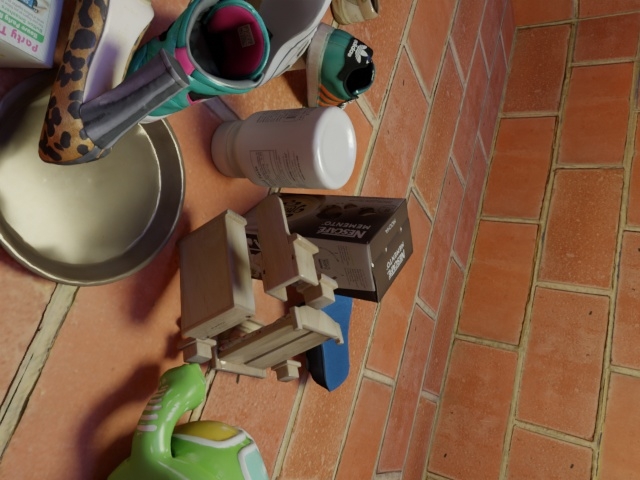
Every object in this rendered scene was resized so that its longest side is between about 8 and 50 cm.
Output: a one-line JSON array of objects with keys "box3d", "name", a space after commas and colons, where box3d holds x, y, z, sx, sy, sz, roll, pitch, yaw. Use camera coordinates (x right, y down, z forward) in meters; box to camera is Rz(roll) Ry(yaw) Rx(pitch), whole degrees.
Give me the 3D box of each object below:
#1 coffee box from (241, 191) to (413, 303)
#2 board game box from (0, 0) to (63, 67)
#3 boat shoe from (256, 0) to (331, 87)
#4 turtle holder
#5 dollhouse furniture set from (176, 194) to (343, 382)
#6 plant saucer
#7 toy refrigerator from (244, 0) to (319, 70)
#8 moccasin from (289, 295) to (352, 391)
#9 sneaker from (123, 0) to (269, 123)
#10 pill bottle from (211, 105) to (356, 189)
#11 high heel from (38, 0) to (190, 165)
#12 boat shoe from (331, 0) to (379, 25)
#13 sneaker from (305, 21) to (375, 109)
[{"box3d": [0.000, 0.000, 0.833, 0.168, 0.297, 0.118, -44, 131, -45], "name": "coffee box"}, {"box3d": [-0.326, -0.342, 0.383, 0.224, 0.098, 0.303, 20, 78, -74], "name": "board game box"}, {"box3d": [-0.054, -0.358, 0.746, 0.084, 0.258, 0.095, -39, 98, -43], "name": "boat shoe"}, {"box3d": [-0.205, 0.378, 0.685, 0.320, 0.243, 0.227, 52, 21, 3], "name": "turtle holder"}, {"box3d": [-0.065, 0.100, 0.795, 0.356, 0.303, 0.173, 34, 35, -49], "name": "dollhouse furniture set"}, {"box3d": [-0.297, -0.079, 0.587, 0.278, 0.041, 0.277, -19, 113, -56], "name": "plant saucer"}, {"box3d": [-0.088, -0.449, 0.798, 0.102, 0.094, 0.269, -64, 144, -28], "name": "toy refrigerator"}, {"box3d": [-0.008, 0.192, 1.041, 0.138, 0.117, 0.341, -13, 112, -44], "name": "moccasin"}, {"box3d": [-0.143, -0.270, 0.630, 0.123, 0.179, 0.295, 63, 32, -27], "name": "sneaker"}, {"box3d": [-0.067, -0.154, 0.759, 0.131, 0.230, 0.131, -16, 109, -56], "name": "pill bottle"}, {"box3d": [-0.274, -0.217, 0.502, 0.261, 0.186, 0.093, 61, 10, 18], "name": "high heel"}, {"box3d": [0.084, -0.679, 1.013, 0.122, 0.110, 0.340, -34, 124, -51], "name": "boat shoe"}, {"box3d": [0.045, -0.321, 0.921, 0.302, 0.121, 0.108, 46, 67, -85], "name": "sneaker"}]
